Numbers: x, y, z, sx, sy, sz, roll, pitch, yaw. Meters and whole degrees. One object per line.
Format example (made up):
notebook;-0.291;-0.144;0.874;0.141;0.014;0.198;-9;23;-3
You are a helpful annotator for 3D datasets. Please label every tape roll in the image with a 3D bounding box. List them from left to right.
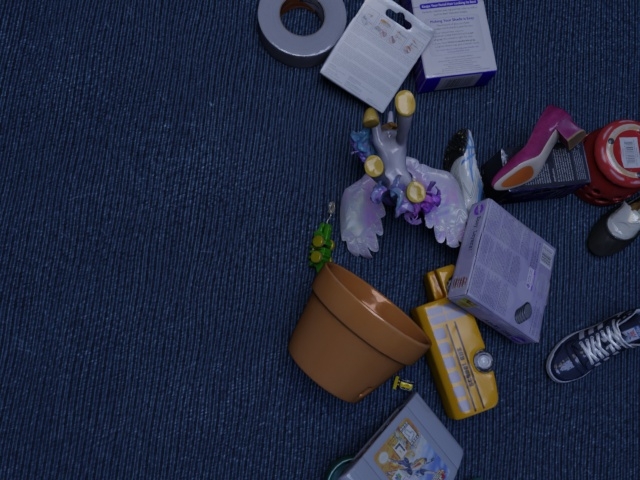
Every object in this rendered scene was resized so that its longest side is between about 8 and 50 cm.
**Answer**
tape roll;-0.047;-0.545;1.751;0.219;0.072;0.219;1;79;-6

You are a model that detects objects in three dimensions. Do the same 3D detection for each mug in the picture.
mug;0.070;0.553;1.547;0.129;0.097;0.158;5;80;-5

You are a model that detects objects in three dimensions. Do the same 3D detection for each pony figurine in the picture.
pony figurine;0.173;-0.141;1.576;0.302;0.363;0.351;-7;89;6

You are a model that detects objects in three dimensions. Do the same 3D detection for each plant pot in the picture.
plant pot;0.065;0.211;1.530;0.291;0.291;0.203;38;96;2
plant pot;0.720;-0.192;1.713;0.191;0.174;0.191;1;80;-8

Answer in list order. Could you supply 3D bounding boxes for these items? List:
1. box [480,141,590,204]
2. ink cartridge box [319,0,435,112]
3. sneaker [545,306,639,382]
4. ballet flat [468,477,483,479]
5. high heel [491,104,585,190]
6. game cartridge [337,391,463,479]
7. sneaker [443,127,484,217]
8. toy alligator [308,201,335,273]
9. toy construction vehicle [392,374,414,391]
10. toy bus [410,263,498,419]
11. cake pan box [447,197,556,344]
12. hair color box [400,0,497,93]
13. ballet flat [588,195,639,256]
box;0.513;-0.160;1.696;0.207;0.153;0.108;-7;81;-6
ink cartridge box;0.135;-0.453;1.698;0.189;0.066;0.232;31;100;-12
sneaker;0.665;0.239;1.635;0.282;0.153;0.099;-28;83;-10
ballet flat;0.276;0.596;1.578;0.221;0.077;0.079;-11;100;-8
high heel;0.469;-0.213;1.599;0.244;0.082;0.117;-37;53;3
game cartridge;0.187;0.491;1.522;0.198;0.062;0.297;48;49;5
sneaker;0.357;-0.159;1.724;0.086;0.085;0.237;9;74;-31
toy alligator;0.000;0.000;1.668;0.051;0.056;0.190;-1;76;35
toy construction vehicle;0.173;0.301;1.640;0.098;0.035;0.086;13;89;-1
toy bus;0.304;0.230;1.626;0.130;0.108;0.333;-18;82;-7
cake pan box;0.423;0.068;1.615;0.245;0.070;0.267;32;63;-27
hair color box;0.312;-0.554;1.772;0.185;0.110;0.339;-7;82;-6
ballet flat;0.776;-0.068;1.730;0.280;0.096;0.095;-36;71;-10
